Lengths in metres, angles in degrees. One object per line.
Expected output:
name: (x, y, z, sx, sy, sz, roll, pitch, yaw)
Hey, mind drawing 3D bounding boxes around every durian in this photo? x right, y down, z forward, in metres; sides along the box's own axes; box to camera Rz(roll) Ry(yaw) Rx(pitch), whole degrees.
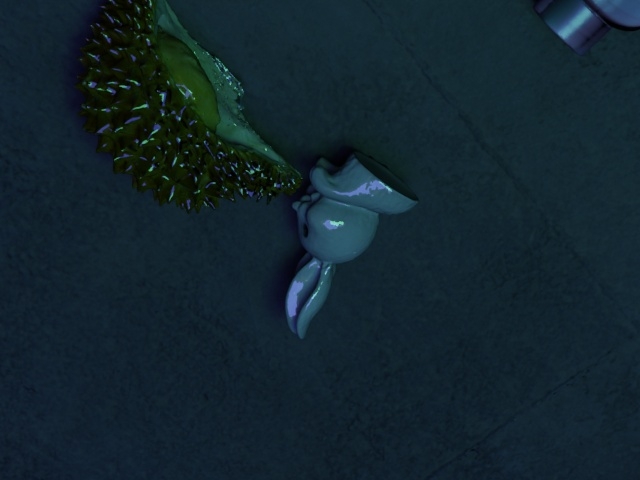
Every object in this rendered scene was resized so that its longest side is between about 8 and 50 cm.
durian: (-0.157, -0.138, 1.796, 0.306, 0.166, 0.172, 46, 138, -13)

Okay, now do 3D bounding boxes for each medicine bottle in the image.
medicine bottle: (0.327, -0.295, 1.772, 0.119, 0.094, 0.188, 40, 106, -18)

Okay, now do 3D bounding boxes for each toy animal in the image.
toy animal: (0.001, -0.003, 1.880, 0.131, 0.104, 0.221, 31, 109, -19)
